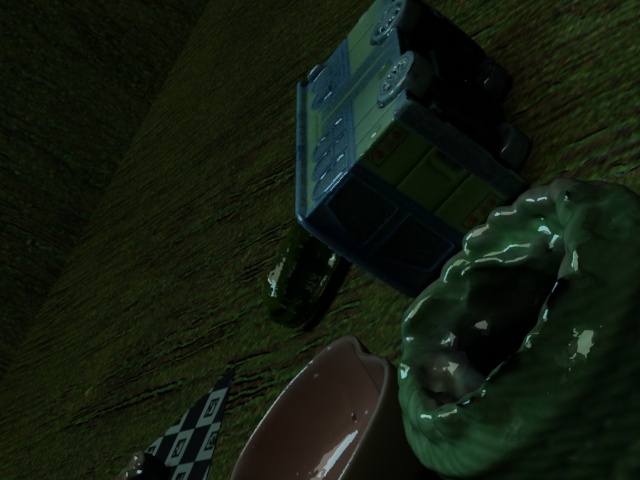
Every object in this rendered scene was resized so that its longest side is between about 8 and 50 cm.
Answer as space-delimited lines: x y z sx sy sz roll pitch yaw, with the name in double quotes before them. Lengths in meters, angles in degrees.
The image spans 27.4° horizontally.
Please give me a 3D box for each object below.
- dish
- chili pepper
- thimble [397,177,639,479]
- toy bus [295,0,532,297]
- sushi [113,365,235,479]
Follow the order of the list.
"dish" 0.016 0.188 1.071 0.213 0.090 0.213 -46 21 24
"chili pepper" -0.003 -0.001 1.453 0.073 0.072 0.204 -14 43 52
"thimble" 0.149 0.073 0.804 0.219 0.150 0.219 -50 15 19
"toy bus" 0.081 -0.111 1.296 0.190 0.152 0.312 -48 21 25
"sushi" -0.216 0.305 1.533 0.264 0.050 0.290 -43 22 36
